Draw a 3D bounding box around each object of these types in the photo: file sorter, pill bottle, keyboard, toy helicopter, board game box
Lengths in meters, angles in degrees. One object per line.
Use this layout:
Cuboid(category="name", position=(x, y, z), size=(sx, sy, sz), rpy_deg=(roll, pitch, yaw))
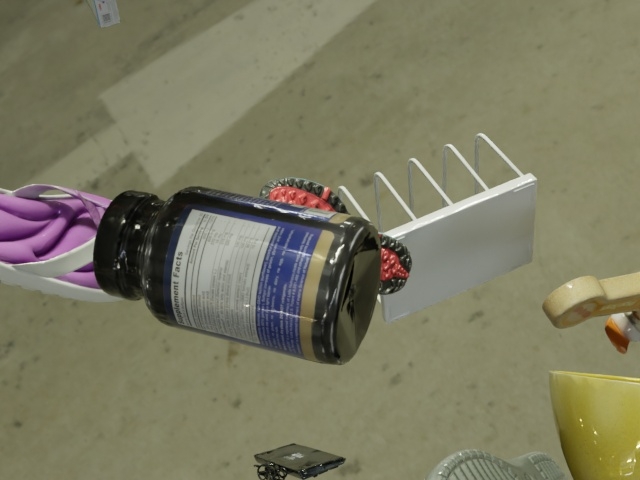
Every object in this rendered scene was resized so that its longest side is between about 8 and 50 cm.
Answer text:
Cuboid(category="file sorter", position=(0.189, -0.032, 1.632), size=(0.278, 0.193, 0.173), rpy_deg=(-22, 48, -12))
Cuboid(category="pill bottle", position=(-0.069, 0.022, 0.819), size=(0.219, 0.123, 0.123), rpy_deg=(12, 52, 18))
Cuboid(category="keyboard", position=(-0.040, 0.318, 1.375), size=(0.100, 0.038, 0.192), rpy_deg=(-11, -2, -22))
Cuboid(category="toy helicopter", position=(0.445, 0.078, 1.400), size=(0.355, 0.235, 0.140), rpy_deg=(-6, 57, -32))
Cuboid(category="board game box", position=(-0.276, -0.344, 1.168), size=(0.026, 0.154, 0.103), rpy_deg=(-20, 49, -16))

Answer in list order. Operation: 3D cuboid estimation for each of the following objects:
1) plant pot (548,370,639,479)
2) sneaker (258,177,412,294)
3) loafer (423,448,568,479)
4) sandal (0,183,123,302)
Cuboid(category="plant pot", position=(0.237, 0.153, 0.749), size=(0.134, 0.134, 0.095), rpy_deg=(2, 85, 39))
Cuboid(category="sneaker", position=(0.000, 0.000, 1.381), size=(0.125, 0.262, 0.104), rpy_deg=(9, 68, 56))
Cuboid(category="loafer", position=(0.157, 0.253, 0.915), size=(0.087, 0.251, 0.094), rpy_deg=(-44, 57, 22))
Cuboid(category="sandal", position=(-0.338, -0.014, 1.267), size=(0.102, 0.416, 0.169), rpy_deg=(-40, 61, 32))
